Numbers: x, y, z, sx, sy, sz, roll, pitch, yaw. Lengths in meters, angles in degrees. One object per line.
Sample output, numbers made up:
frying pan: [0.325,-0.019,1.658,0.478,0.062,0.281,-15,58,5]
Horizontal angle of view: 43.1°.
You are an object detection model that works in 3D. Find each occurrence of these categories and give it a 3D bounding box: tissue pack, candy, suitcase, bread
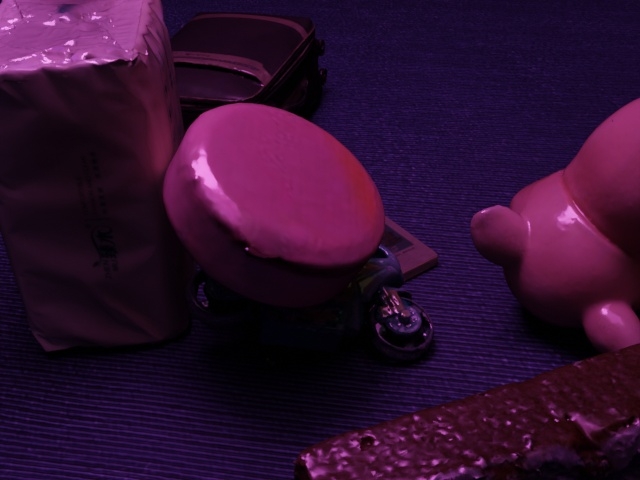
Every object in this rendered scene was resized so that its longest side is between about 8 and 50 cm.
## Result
tissue pack: [-0.272,-0.094,0.995,0.207,0.380,0.297,-5,32,-4]
candy: [-0.050,-0.039,0.881,0.255,0.094,0.255,20,42,-20]
suitcase: [-0.159,-0.270,1.426,0.283,0.194,0.434,8,36,15]
bread: [0.180,0.208,0.702,0.417,0.165,0.113,-13,30,-15]

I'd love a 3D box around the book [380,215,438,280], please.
book: [0.000,0.000,1.154,0.215,0.025,0.283,-25,41,-28]

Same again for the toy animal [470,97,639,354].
toy animal: [0.343,-0.027,0.927,0.237,0.326,0.269,44,67,10]

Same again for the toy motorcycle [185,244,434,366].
toy motorcycle: [-0.010,0.045,0.978,0.297,0.109,0.198,7,49,-9]
